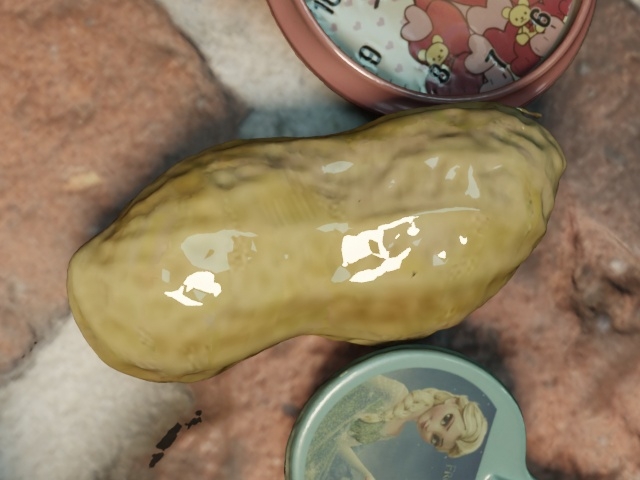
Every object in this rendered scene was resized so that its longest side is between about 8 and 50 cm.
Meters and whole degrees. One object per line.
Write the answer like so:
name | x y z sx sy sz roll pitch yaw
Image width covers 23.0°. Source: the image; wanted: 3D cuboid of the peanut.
peanut | 0.000 0.000 0.960 0.313 0.149 0.149 -11 84 -16

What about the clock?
clock | 0.075 -0.194 1.054 0.244 0.056 0.244 2 82 -14

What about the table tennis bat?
table tennis bat | 0.091 0.151 0.992 0.237 0.038 0.149 23 100 -19
